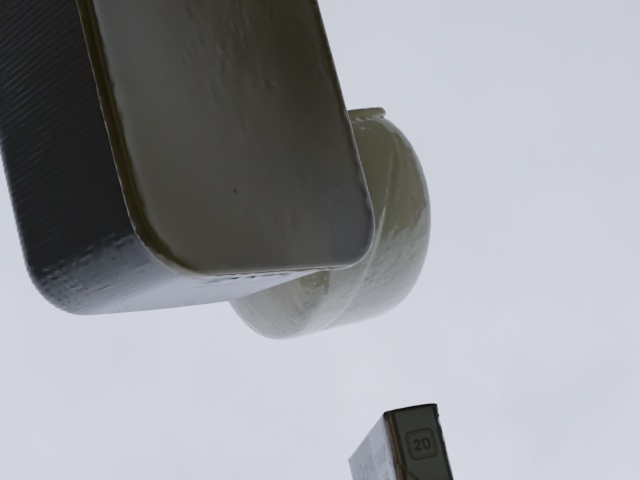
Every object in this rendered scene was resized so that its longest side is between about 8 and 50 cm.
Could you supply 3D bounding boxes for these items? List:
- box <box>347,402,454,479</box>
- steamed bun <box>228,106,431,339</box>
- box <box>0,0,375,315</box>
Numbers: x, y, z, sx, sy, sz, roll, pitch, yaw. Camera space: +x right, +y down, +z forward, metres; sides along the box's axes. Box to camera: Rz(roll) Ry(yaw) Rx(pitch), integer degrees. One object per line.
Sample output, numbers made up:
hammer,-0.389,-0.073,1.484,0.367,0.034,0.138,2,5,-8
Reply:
box,0.081,0.298,0.767,0.047,0.180,0.325,-6,-112,-10
steamed bun,0.000,0.000,0.992,0.146,0.242,0.164,-12,-109,-30
box,-0.069,-0.070,0.470,0.090,0.144,0.201,-23,-102,39
